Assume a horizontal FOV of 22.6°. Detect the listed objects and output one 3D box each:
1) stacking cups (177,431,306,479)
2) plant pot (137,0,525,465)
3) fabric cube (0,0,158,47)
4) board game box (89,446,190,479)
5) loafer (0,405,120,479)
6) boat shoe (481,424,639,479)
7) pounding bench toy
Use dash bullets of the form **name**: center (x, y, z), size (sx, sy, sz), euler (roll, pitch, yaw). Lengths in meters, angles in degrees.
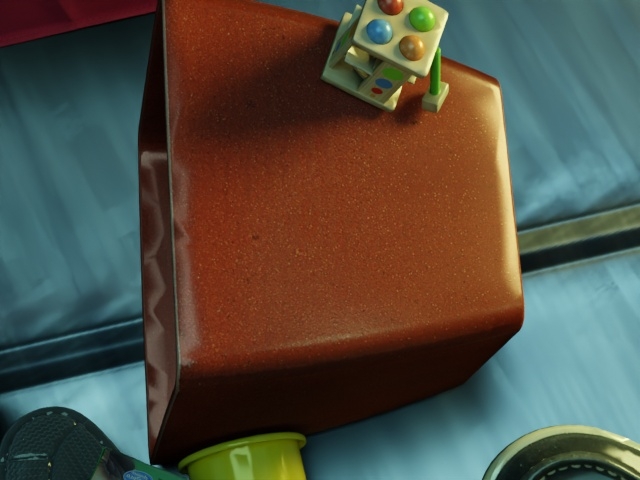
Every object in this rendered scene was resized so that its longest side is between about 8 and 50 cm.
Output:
- **stacking cups**: center (-0.026, 0.295, 1.098), size (0.096, 0.096, 0.316), euler (-12, 72, 1)
- **plant pot**: center (0.000, 0.000, 1.119), size (0.236, 0.267, 0.267), euler (0, 72, -11)
- **fabric cube**: center (-0.238, -0.324, 1.234), size (0.259, 0.254, 0.258), euler (-12, 73, 0)
- **board game box**: center (-0.037, 0.287, 1.017), size (0.317, 0.046, 0.213), euler (21, 67, 8)
- **loafer**: center (-0.146, 0.263, 1.123), size (0.109, 0.095, 0.302), euler (-23, 68, -18)
- **boat shoe**: center (0.289, 0.316, 1.034), size (0.187, 0.156, 0.500), euler (-37, 72, -5)
- **pounding bench toy**: center (0.055, -0.118, 1.012), size (0.083, 0.065, 0.052), euler (25, 64, -13)
